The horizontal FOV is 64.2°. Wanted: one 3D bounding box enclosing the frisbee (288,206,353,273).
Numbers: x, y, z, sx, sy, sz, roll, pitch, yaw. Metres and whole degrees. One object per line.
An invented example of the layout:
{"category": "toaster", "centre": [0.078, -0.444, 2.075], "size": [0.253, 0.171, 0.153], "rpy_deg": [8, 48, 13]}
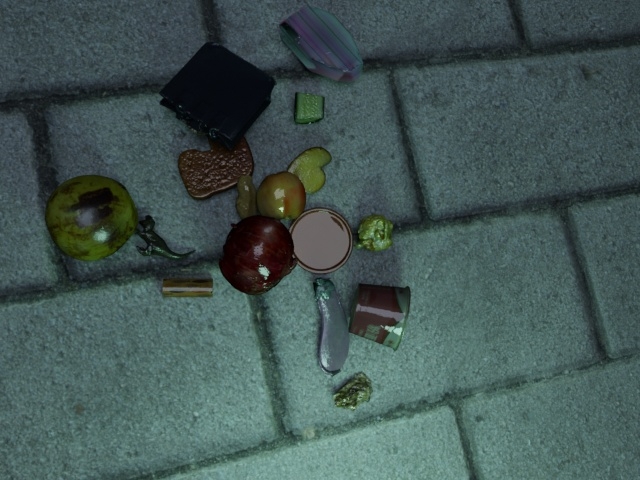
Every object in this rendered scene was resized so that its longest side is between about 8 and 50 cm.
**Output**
{"category": "frisbee", "centre": [0.000, 0.000, 1.892], "size": [0.251, 0.021, 0.250], "rpy_deg": [1, 82, -11]}

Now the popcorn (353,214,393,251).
{"category": "popcorn", "centre": [0.203, -0.029, 1.889], "size": [0.142, 0.162, 0.135], "rpy_deg": [7, 43, -32]}

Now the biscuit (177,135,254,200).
{"category": "biscuit", "centre": [-0.388, -0.296, 1.847], "size": [0.277, 0.052, 0.262], "rpy_deg": [-28, 84, -14]}

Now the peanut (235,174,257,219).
{"category": "peanut", "centre": [-0.265, -0.145, 1.815], "size": [0.080, 0.080, 0.174], "rpy_deg": [-4, 106, -11]}

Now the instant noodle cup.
{"category": "instant noodle cup", "centre": [0.203, 0.257, 1.799], "size": [0.179, 0.235, 0.234], "rpy_deg": [12, 80, 1]}

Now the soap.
{"category": "soap", "centre": [0.016, -0.733, 1.931], "size": [0.193, 0.109, 0.324], "rpy_deg": [-39, 81, -9]}

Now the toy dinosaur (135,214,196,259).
{"category": "toy dinosaur", "centre": [-0.543, -0.014, 1.758], "size": [0.179, 0.087, 0.187], "rpy_deg": [-19, 87, -11]}

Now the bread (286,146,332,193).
{"category": "bread", "centre": [-0.035, -0.261, 1.906], "size": [0.188, 0.065, 0.149], "rpy_deg": [-41, 102, -16]}

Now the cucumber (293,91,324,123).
{"category": "cucumber", "centre": [-0.047, -0.498, 1.934], "size": [0.117, 0.062, 0.115], "rpy_deg": [4, 83, -17]}

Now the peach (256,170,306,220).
{"category": "peach", "centre": [-0.139, -0.156, 1.805], "size": [0.184, 0.184, 0.184], "rpy_deg": [2, 82, -10]}

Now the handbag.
{"category": "handbag", "centre": [-0.363, -0.509, 1.814], "size": [0.303, 0.122, 0.329], "rpy_deg": [32, 66, 0]}

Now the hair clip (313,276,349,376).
{"category": "hair clip", "centre": [0.037, 0.305, 1.831], "size": [0.096, 0.110, 0.358], "rpy_deg": [-13, 88, 28]}

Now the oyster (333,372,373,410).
{"category": "oyster", "centre": [0.118, 0.553, 1.819], "size": [0.166, 0.053, 0.108], "rpy_deg": [-30, 99, -20]}

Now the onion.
{"category": "onion", "centre": [-0.205, 0.051, 1.722], "size": [0.276, 0.276, 0.276], "rpy_deg": [2, 82, -10]}

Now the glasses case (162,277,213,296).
{"category": "glasses case", "centre": [-0.459, 0.164, 1.771], "size": [0.170, 0.041, 0.064], "rpy_deg": [2, 81, -10]}

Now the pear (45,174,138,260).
{"category": "pear", "centre": [-0.728, -0.075, 1.641], "size": [0.284, 0.283, 0.283], "rpy_deg": [2, 82, -10]}
